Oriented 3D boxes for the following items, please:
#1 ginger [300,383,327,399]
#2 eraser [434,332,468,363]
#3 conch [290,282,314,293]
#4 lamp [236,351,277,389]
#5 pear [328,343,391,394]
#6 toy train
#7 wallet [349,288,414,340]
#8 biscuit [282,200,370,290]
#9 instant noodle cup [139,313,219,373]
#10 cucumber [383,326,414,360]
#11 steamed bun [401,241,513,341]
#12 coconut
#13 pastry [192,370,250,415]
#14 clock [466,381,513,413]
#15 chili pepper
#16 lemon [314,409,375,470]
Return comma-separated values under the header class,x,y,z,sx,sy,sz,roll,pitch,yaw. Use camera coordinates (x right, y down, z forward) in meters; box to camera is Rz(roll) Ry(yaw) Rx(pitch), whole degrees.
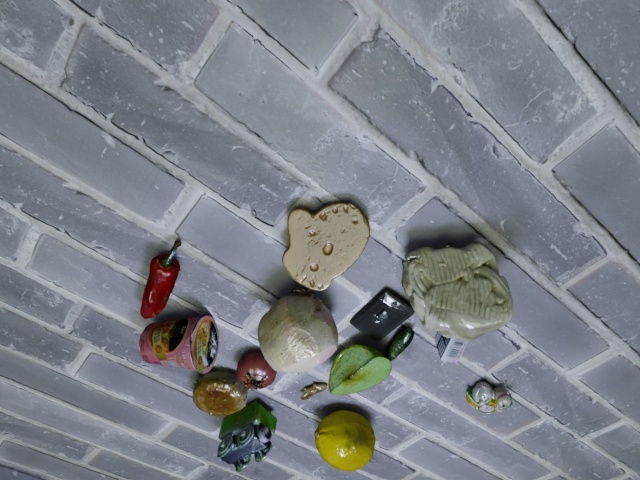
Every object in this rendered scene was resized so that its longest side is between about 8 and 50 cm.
class,x,y,z,sx,sy,sz,roll,pitch,yaw
ginger,-0.034,0.707,1.891,0.137,0.044,0.057,-30,88,12
eraser,0.547,0.344,1.593,0.086,0.130,0.287,10,124,-1
conch,-0.011,0.132,1.495,0.233,0.086,0.080,-38,90,15
lamp,-0.281,0.577,1.753,0.182,0.140,0.182,1,118,2
pear,0.189,0.551,1.737,0.239,0.139,0.288,30,115,-34
toy train,-0.350,0.928,1.914,0.307,0.248,0.173,-33,114,19
wallet,0.250,0.311,1.627,0.169,0.052,0.245,34,120,-15
biscuit,0.000,0.000,1.394,0.287,0.057,0.343,38,103,-8
instant noodle cup,-0.575,0.417,1.619,0.255,0.244,0.243,-3,123,11
cucumber,0.328,0.448,1.701,0.069,0.069,0.227,21,123,-12
steamed bun,0.467,0.176,1.411,0.346,0.394,0.237,-47,157,-14
coconut,-0.071,0.342,1.506,0.255,0.297,0.297,-36,116,20
pastry,-0.460,0.699,1.849,0.257,0.120,0.235,24,116,-12
clock,0.783,0.725,1.850,0.231,0.103,0.144,17,130,-8
chili pepper,-0.604,0.161,1.507,0.110,0.110,0.387,22,120,-13
lemon,0.116,0.953,1.921,0.322,0.268,0.268,37,116,-21
